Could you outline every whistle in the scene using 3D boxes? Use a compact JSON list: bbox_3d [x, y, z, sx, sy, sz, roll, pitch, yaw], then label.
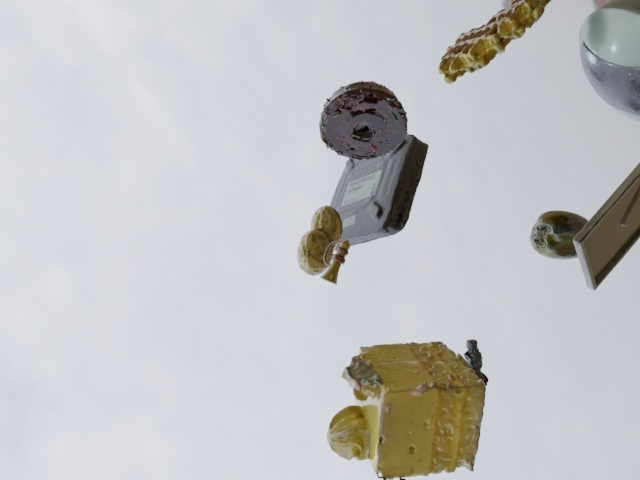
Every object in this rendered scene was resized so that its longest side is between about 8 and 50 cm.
[{"bbox_3d":[0.035,0.048,1.715,0.046,0.057,0.109,26,-102,-20],"label":"whistle"}]

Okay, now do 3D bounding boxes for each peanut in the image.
[{"bbox_3d":[0.000,0.000,1.949,0.098,0.103,0.229,21,-135,1],"label":"peanut"}]

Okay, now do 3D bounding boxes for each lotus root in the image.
[{"bbox_3d":[0.562,-0.010,1.658,0.192,0.113,0.088,6,-162,-30],"label":"lotus root"}]

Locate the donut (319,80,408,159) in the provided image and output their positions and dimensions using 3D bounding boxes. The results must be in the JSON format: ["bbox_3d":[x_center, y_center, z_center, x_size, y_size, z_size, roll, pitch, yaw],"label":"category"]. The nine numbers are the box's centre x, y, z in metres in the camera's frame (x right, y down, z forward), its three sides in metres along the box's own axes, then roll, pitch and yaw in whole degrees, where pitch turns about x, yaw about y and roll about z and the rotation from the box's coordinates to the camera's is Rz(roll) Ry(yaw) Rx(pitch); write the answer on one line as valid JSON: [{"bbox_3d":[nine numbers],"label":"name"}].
[{"bbox_3d":[0.110,-0.313,1.885,0.235,0.235,0.089,35,-145,-32],"label":"donut"}]

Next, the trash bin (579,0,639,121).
[{"bbox_3d":[0.720,-0.427,1.416,0.280,0.432,0.280,47,172,8],"label":"trash bin"}]

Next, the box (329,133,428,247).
[{"bbox_3d":[0.155,-0.144,2.211,0.091,0.359,0.350,34,-119,-27],"label":"box"}]

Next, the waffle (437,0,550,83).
[{"bbox_3d":[0.374,-0.440,1.524,0.069,0.293,0.259,45,-141,-11],"label":"waffle"}]

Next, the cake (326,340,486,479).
[{"bbox_3d":[0.164,0.353,1.520,0.286,0.227,0.222,-1,-163,-15],"label":"cake"}]

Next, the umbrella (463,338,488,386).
[{"bbox_3d":[0.505,0.428,2.350,0.080,0.072,0.224,-33,-63,-76],"label":"umbrella"}]

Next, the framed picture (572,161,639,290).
[{"bbox_3d":[0.614,-0.064,1.416,0.024,0.315,0.232,40,175,37],"label":"framed picture"}]
